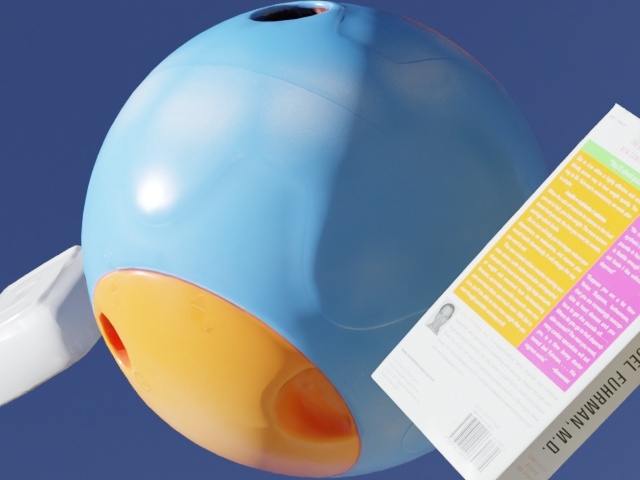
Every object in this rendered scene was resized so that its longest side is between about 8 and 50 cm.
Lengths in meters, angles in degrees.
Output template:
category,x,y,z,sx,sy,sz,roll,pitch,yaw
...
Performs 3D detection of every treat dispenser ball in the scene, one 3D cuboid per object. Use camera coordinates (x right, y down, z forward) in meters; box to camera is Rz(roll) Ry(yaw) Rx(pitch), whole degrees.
category,x,y,z,sx,sy,sz,roll,pitch,yaw
treat dispenser ball,0.000,0.000,1.196,0.288,0.288,0.288,-19,-46,-21

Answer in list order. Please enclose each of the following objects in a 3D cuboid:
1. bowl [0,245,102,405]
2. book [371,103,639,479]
category,x,y,z,sx,sy,sz,roll,pitch,yaw
bowl,-0.221,0.062,1.558,0.142,0.142,0.053,-30,-73,33
book,0.093,0.025,0.740,0.144,0.096,0.035,-45,-58,1
